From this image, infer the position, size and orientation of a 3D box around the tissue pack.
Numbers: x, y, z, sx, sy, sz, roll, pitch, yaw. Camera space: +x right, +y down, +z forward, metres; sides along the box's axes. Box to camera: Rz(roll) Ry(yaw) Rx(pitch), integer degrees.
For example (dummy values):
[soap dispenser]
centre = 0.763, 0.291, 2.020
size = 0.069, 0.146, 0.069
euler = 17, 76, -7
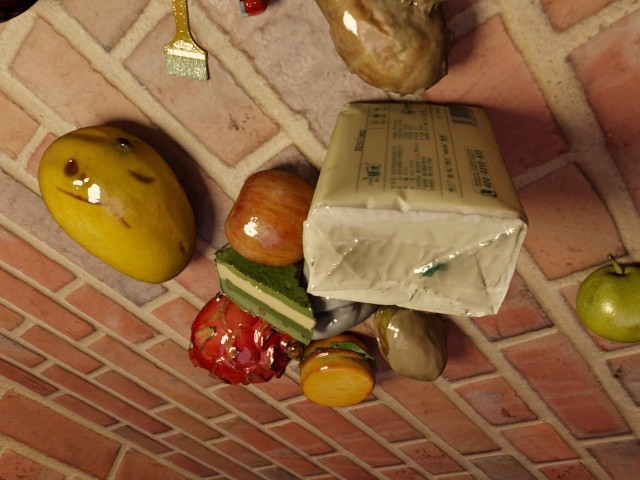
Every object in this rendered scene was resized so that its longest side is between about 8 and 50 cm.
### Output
[tissue pack]
centre = 0.144, -0.077, 0.726
size = 0.298, 0.380, 0.207
euler = 6, 129, 9

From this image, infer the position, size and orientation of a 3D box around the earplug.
[earplug]
centre = 0.041, 0.141, 1.083
size = 0.214, 0.175, 0.325
euler = -25, 146, -14

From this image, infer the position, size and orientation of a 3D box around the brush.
[brush]
centre = -0.250, -0.392, 0.776
size = 0.083, 0.011, 0.205
euler = 11, 133, 4

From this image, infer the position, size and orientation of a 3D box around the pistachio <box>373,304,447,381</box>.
[pistachio]
centre = 0.256, 0.268, 1.169
size = 0.197, 0.166, 0.288
euler = -37, 125, -6

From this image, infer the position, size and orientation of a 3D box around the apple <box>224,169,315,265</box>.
[apple]
centre = -0.098, -0.045, 0.924
size = 0.188, 0.211, 0.211
euler = 29, 132, -14

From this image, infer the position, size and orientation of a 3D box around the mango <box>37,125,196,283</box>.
[mango]
centre = -0.444, -0.051, 0.996
size = 0.302, 0.220, 0.444
euler = 3, 136, 7

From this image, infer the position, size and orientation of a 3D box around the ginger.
[ginger]
centre = 0.135, -0.369, 0.609
size = 0.245, 0.155, 0.304
euler = 29, 133, -11

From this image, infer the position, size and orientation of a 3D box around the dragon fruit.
[dragon fruit]
centre = -0.202, 0.257, 1.192
size = 0.343, 0.277, 0.277
euler = 2, 133, 17

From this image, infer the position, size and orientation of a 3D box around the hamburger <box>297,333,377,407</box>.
[hamburger]
centre = 0.052, 0.380, 1.313
size = 0.246, 0.169, 0.246
euler = -2, 130, -2

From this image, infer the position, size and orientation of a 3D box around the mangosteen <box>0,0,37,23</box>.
[mangosteen]
centre = -0.543, -0.467, 0.624
size = 0.233, 0.287, 0.287
euler = -2, 132, 1

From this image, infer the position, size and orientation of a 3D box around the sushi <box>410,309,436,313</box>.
[sushi]
centre = 0.271, 0.076, 1.000
size = 0.296, 0.166, 0.179
euler = 39, 151, -13

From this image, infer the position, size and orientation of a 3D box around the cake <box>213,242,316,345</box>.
[cake]
centre = -0.088, 0.098, 1.036
size = 0.284, 0.172, 0.157
euler = 28, 141, 23

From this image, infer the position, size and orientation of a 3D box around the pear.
[pear]
centre = 0.666, 0.120, 0.953
size = 0.180, 0.166, 0.216
euler = -3, 110, 32

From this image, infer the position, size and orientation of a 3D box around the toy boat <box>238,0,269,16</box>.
[toy boat]
centre = -0.105, -0.433, 0.667
size = 0.059, 0.069, 0.172
euler = 27, 134, 16
